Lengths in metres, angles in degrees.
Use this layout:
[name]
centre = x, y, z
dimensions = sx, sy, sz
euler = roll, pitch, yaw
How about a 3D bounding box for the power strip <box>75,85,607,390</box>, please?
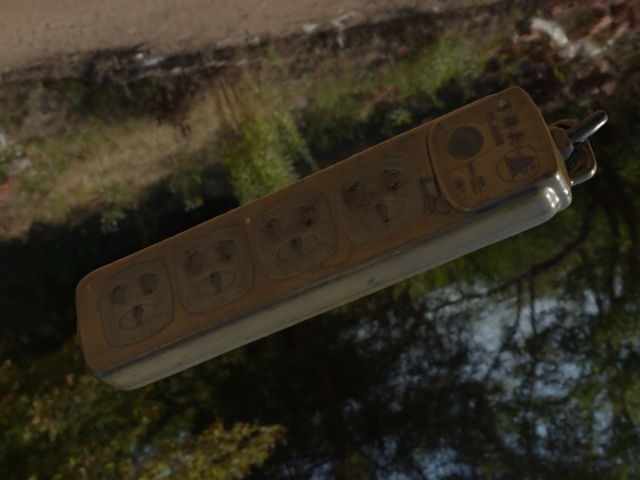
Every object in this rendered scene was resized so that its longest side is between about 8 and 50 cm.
[power strip]
centre = 0.000, 0.000, 0.513
dimensions = 0.305, 0.064, 0.044
euler = -23, 151, 13
